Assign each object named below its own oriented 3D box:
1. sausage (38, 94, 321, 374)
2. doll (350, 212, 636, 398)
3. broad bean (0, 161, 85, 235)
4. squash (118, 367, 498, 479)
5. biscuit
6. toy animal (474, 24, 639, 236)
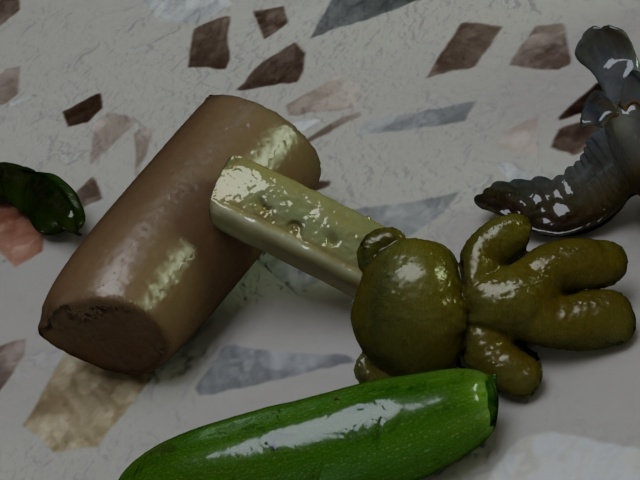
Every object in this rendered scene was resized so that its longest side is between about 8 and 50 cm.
[{"bbox_3d":[-0.116,-0.001,1.513,0.123,0.123,0.253,13,53,37],"label":"sausage"},{"bbox_3d":[0.127,0.050,1.368,0.209,0.097,0.137,-2,83,2],"label":"doll"},{"bbox_3d":[-0.269,-0.040,1.696,0.195,0.046,0.061,10,61,41],"label":"broad bean"},{"bbox_3d":[-0.011,0.153,1.312,0.292,0.082,0.082,-16,39,9],"label":"squash"},{"bbox_3d":[0.000,0.000,1.442,0.188,0.052,0.056,27,67,8],"label":"biscuit"},{"bbox_3d":[0.240,-0.056,1.393,0.272,0.160,0.197,-21,40,14],"label":"toy animal"}]
